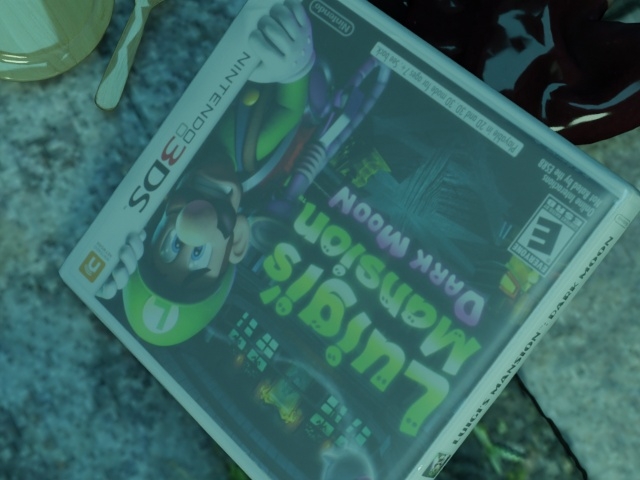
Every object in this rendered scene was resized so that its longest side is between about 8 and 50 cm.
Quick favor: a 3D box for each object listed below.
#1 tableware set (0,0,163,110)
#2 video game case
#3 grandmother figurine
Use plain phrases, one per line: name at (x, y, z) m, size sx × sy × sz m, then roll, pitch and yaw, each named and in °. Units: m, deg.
tableware set at (-0.121, -0.162, 0.607) m, size 0.128 × 0.039 × 0.194 m, roll 24°, pitch 79°, yaw -12°
video game case at (0.000, 0.000, 0.511) m, size 0.190 × 0.022 × 0.173 m, roll 41°, pitch 99°, yaw 31°
grandmother figurine at (0.094, -0.116, 0.593) m, size 0.208 × 0.104 × 0.342 m, roll 19°, pitch 75°, yaw 27°
